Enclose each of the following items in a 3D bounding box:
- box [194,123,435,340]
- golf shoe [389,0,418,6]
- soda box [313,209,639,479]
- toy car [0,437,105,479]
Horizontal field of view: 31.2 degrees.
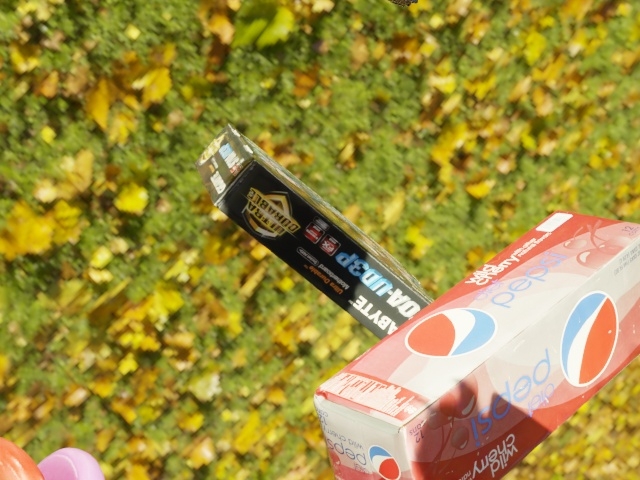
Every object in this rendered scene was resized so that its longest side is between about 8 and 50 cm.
[{"bbox_3d":[0.000,0.000,0.956,0.220,0.175,0.051,39,95,-18],"label":"box"},{"bbox_3d":[0.032,-0.223,0.502,0.273,0.120,0.105,103,-6,-53],"label":"golf shoe"},{"bbox_3d":[0.120,0.080,0.764,0.263,0.083,0.092,-32,120,-33],"label":"soda box"},{"bbox_3d":[-0.161,0.180,0.635,0.182,0.136,0.159,23,144,-39],"label":"toy car"}]
